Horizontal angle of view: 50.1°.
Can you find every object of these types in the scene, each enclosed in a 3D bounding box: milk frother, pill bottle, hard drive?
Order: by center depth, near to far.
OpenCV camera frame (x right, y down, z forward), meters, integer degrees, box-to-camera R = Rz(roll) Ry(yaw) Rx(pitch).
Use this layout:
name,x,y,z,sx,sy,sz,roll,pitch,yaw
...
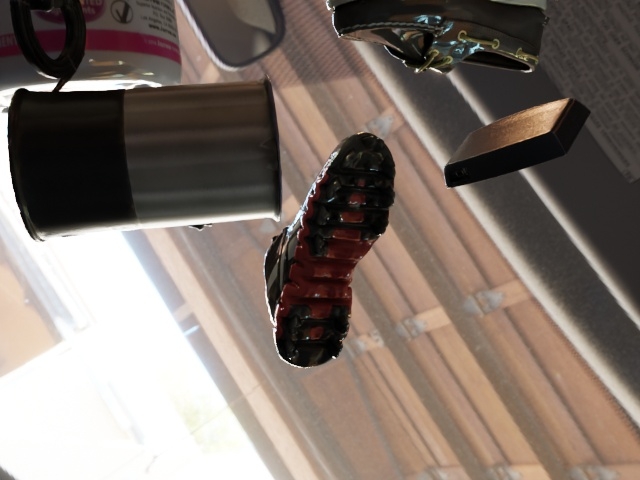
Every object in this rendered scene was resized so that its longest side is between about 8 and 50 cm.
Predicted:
name,x,y,z,sx,sy,sz,roll,pitch,yaw
milk frother,-0.097,-0.082,0.384,0.129,0.135,0.143,-112,-161,-60
pill bottle,-0.197,-0.243,0.498,0.160,0.160,0.283,-2,-84,58
hard drive,0.360,-0.184,1.288,0.255,0.172,0.054,-14,-64,47

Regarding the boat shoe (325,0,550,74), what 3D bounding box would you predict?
name,x,y,z,sx,sy,sz,roll,pitch,yaw
boat shoe,0.107,-0.174,0.574,0.081,0.228,0.068,11,-73,57

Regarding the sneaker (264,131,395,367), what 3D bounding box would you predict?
name,x,y,z,sx,sy,sz,roll,pitch,yaw
sneaker,-0.001,0.000,0.777,0.135,0.098,0.276,51,-52,56

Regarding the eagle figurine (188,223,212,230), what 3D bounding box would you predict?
name,x,y,z,sx,sy,sz,roll,pitch,yaw
eagle figurine,-0.283,-0.158,1.023,0.225,0.298,0.226,-8,-108,33
